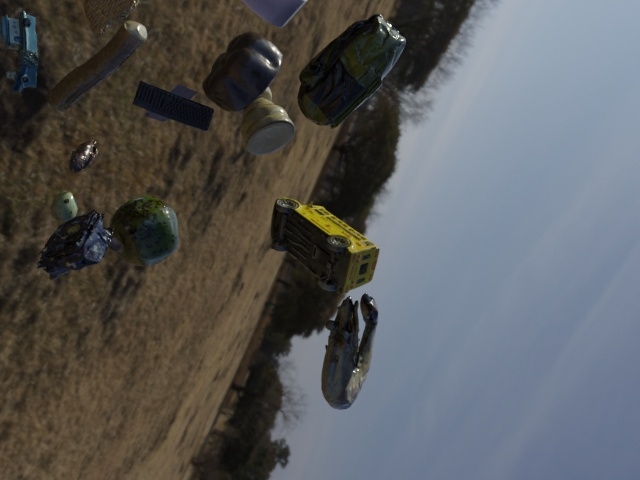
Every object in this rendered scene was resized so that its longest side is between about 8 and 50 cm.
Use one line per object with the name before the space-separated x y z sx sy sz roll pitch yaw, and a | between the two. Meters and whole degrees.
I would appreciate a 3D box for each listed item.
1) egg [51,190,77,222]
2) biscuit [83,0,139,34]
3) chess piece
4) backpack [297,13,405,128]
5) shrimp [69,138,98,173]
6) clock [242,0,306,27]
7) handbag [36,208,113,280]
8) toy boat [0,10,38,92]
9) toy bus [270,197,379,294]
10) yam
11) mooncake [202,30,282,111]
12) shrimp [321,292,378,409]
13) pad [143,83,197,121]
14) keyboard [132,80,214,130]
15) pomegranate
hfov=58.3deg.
egg | -0.896 -0.118 2.013 0.085 0.085 0.110 130 -27 -84
biscuit | -0.717 -0.813 1.952 0.224 0.144 0.033 -53 -166 -16
chess piece | -0.212 -0.437 1.851 0.300 0.166 0.167 64 -27 24
backpack | 0.056 -0.346 1.174 0.253 0.140 0.207 -45 -170 6
shrimp | -0.768 -0.281 1.872 0.073 0.074 0.190 -57 -159 34
clock | -0.113 -0.471 1.005 0.068 0.197 0.197 -40 -168 23
handbag | -0.692 0.011 1.626 0.260 0.161 0.113 -99 166 -60
toy boat | -0.908 -0.563 1.723 0.109 0.098 0.238 -5 -92 54
toy bus | 0.000 0.000 1.556 0.152 0.330 0.144 -14 127 -38
yam | -0.613 -0.472 1.567 0.356 0.081 0.081 -32 -164 22
mooncake | -0.229 -0.487 1.662 0.245 0.133 0.245 -38 -148 29
shrimp | 0.073 0.225 1.239 0.247 0.085 0.360 -56 153 -37
pad | -0.549 -0.502 2.105 0.187 0.006 0.113 -34 164 21
keyboard | -0.476 -0.432 1.868 0.087 0.250 0.017 -68 -156 9
pomegranate | -0.615 -0.027 1.967 0.270 0.254 0.254 -25 156 -34
